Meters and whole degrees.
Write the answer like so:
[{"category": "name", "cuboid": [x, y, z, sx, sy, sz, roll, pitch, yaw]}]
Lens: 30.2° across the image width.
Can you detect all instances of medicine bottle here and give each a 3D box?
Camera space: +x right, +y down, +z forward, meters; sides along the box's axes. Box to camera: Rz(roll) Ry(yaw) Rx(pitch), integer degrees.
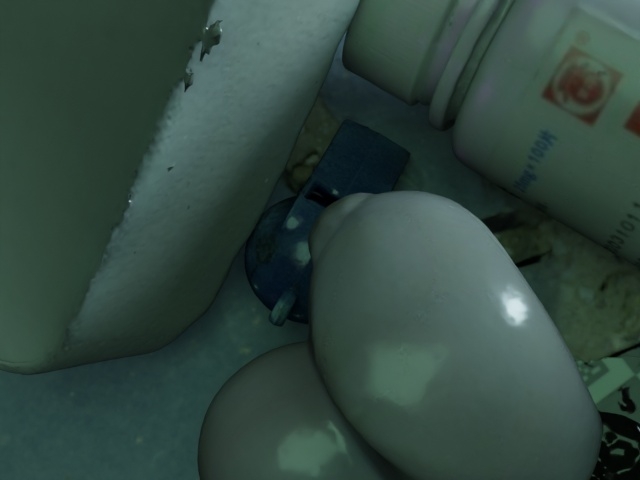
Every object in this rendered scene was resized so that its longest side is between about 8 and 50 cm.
[{"category": "medicine bottle", "cuboid": [0.168, -0.094, 0.716, 0.293, 0.170, 0.170, 31, 82, 9]}]

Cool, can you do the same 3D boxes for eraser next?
[{"category": "eraser", "cuboid": [-0.160, -0.126, 0.721, 0.331, 0.150, 0.331, 3, 96, 31]}]

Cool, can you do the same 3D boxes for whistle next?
[{"category": "whistle", "cuboid": [0.000, 0.000, 0.763, 0.090, 0.090, 0.158, 21, 42, 8]}]

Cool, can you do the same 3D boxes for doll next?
[{"category": "doll", "cuboid": [0.026, 0.093, 0.644, 0.221, 0.251, 0.221, 0, 77, 2]}]

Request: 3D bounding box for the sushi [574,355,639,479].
[{"category": "sushi", "cuboid": [0.166, 0.178, 0.719, 0.231, 0.047, 0.219, -2, 78, 4]}]
